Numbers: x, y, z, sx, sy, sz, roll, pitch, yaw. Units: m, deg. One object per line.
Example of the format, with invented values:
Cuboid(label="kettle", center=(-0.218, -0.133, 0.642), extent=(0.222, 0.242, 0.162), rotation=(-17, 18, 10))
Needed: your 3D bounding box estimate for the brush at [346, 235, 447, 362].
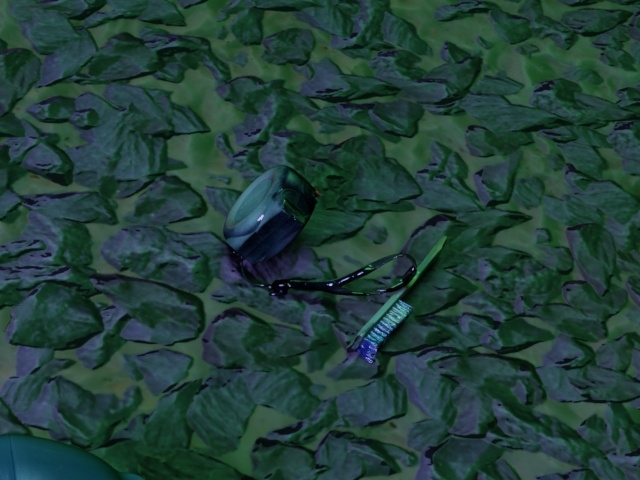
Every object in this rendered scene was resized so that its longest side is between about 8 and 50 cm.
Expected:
Cuboid(label="brush", center=(0.083, 0.055, 1.544), extent=(0.030, 0.033, 0.178), rotation=(34, 47, 11))

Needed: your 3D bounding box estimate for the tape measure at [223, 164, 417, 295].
Cuboid(label="tape measure", center=(-0.002, 0.003, 1.552), extent=(0.180, 0.104, 0.107), rotation=(27, 32, -10))

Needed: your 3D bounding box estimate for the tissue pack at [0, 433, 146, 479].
Cuboid(label="tissue pack", center=(-0.210, 0.286, 1.119), extent=(0.206, 0.198, 0.287), rotation=(-2, 45, -15))
